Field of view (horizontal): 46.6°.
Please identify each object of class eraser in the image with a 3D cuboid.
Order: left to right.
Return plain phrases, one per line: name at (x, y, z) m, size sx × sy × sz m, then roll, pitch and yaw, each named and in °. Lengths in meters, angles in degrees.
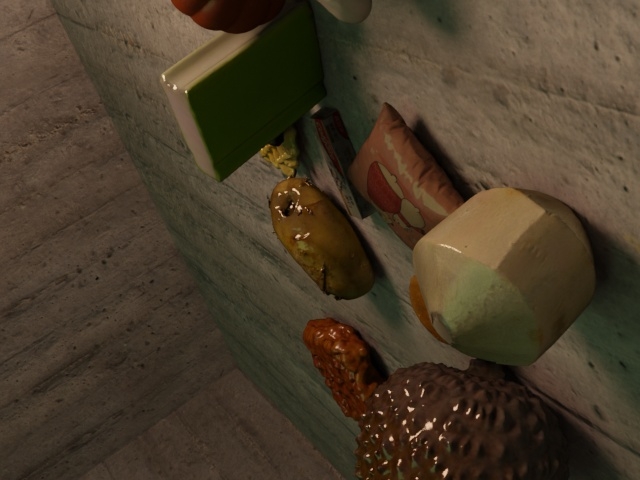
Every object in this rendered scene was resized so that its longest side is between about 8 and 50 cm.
eraser at (-0.116, -0.259, 1.252) m, size 0.092 × 0.274 × 0.210 m, roll 32°, pitch 153°, yaw 34°

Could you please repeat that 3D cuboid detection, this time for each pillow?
pillow at (0.141, -0.080, 1.188) m, size 0.236 × 0.084 × 0.223 m, roll 51°, pitch 160°, yaw 6°

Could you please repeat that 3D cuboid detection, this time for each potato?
potato at (0.000, 0.000, 1.578) m, size 0.300 × 0.140 × 0.173 m, roll 55°, pitch 166°, yaw -9°

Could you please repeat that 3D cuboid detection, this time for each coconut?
coconut at (0.230, 0.052, 0.973) m, size 0.241 × 0.241 × 0.241 m, roll 47°, pitch 159°, yaw 24°

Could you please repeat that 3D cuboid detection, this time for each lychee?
lychee at (0.234, 0.399, 1.290) m, size 0.380 × 0.432 × 0.380 m, roll 21°, pitch 161°, yaw 7°

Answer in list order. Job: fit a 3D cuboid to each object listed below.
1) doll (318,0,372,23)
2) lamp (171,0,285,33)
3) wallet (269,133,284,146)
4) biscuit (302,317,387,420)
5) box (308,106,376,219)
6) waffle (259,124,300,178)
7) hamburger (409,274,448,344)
doll at (-0.089, -0.470, 0.889) m, size 0.187 × 0.375 × 0.366 m, roll -84°, pitch 6°, yaw -47°
lamp at (-0.142, -0.424, 1.117) m, size 0.196 × 0.223 × 0.223 m, roll -14°, pitch 110°, yaw 55°
wallet at (-0.125, -0.307, 1.426) m, size 0.149 × 0.044 × 0.250 m, roll 34°, pitch 137°, yaw 30°
biscuit at (0.081, 0.359, 2.014) m, size 0.312 × 0.110 × 0.318 m, roll 63°, pitch 160°, yaw -12°
box at (0.043, -0.142, 1.396) m, size 0.055 × 0.039 × 0.218 m, roll 27°, pitch 146°, yaw 57°
waffle at (-0.120, -0.262, 1.576) m, size 0.250 × 0.056 × 0.261 m, roll 41°, pitch 151°, yaw 35°
hamburger at (0.221, 0.115, 1.316) m, size 0.147 × 0.083 × 0.138 m, roll 63°, pitch 165°, yaw -9°
